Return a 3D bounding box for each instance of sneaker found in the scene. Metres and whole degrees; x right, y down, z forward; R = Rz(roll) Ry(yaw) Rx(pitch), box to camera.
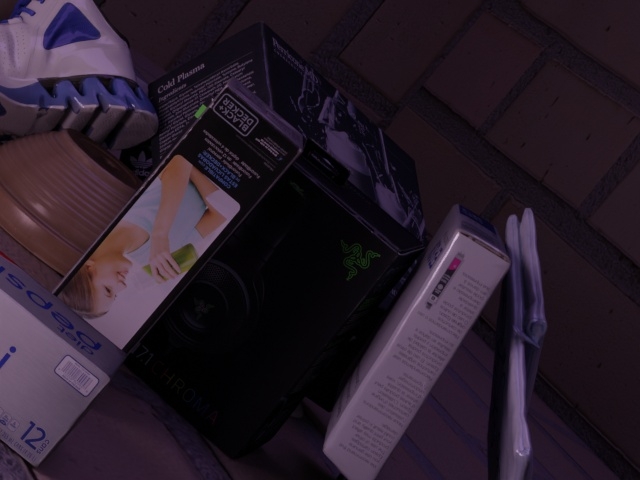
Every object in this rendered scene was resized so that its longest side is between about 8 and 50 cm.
[{"bbox_3d":[-0.208,-0.085,2.211,0.108,0.121,0.302,4,8,2],"label":"sneaker"},{"bbox_3d":[-0.340,-0.210,1.859,0.315,0.127,0.182,7,59,-32],"label":"sneaker"}]

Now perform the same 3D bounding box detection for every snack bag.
[{"bbox_3d":[0.193,0.193,1.640,0.037,0.323,0.342,3,39,3],"label":"snack bag"}]

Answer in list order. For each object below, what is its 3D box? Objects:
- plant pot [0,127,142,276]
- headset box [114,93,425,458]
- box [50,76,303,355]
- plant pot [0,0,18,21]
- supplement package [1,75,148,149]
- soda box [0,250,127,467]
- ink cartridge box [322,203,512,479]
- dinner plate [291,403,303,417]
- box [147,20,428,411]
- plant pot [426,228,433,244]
[{"bbox_3d":[-0.267,-0.046,1.819,0.237,0.110,0.237,38,8,-6],"label":"plant pot"},{"bbox_3d":[-0.071,0.024,1.639,0.246,0.283,0.131,41,12,9],"label":"headset box"},{"bbox_3d":[-0.140,-0.006,1.472,0.087,0.290,0.169,41,5,-6],"label":"box"},{"bbox_3d":[-0.493,-0.305,1.849,0.256,0.256,0.274,41,21,7],"label":"plant pot"},{"bbox_3d":[-0.351,-0.194,2.172,0.204,0.145,0.262,38,8,-8],"label":"supplement package"},{"bbox_3d":[-0.285,0.038,1.233,0.286,0.091,0.098,40,6,-3],"label":"soda box"},{"bbox_3d":[0.072,0.124,1.643,0.071,0.330,0.324,33,6,0],"label":"ink cartridge box"},{"bbox_3d":[-0.071,0.157,1.953,0.141,0.017,0.141,38,7,-6],"label":"dinner plate"},{"bbox_3d":[-0.028,-0.023,1.952,0.343,0.179,0.312,39,33,-44],"label":"box"},{"bbox_3d":[0.000,0.000,2.459,0.263,0.229,0.263,38,7,-6],"label":"plant pot"}]
